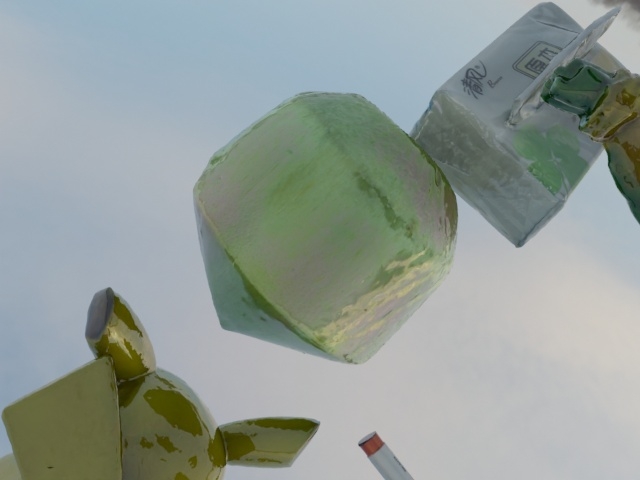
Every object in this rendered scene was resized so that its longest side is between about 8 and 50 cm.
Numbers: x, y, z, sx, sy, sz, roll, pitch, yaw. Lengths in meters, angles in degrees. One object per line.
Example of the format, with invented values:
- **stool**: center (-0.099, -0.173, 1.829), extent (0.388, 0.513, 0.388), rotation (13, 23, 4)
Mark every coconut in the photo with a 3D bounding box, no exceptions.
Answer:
- **coconut**: center (0.000, 0.000, 0.555), extent (0.235, 0.236, 0.205), rotation (-12, -127, -44)

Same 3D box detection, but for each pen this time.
- **pen**: center (0.124, 0.302, 0.667), extent (0.239, 0.028, 0.028), rotation (50, -143, 7)

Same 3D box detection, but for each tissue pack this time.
- **tissue pack**: center (0.223, -0.138, 0.631), extent (0.159, 0.145, 0.229), rotation (43, -124, 6)

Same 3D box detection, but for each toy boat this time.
- **toy boat**: center (0.213, -0.018, 0.322), extent (0.229, 0.089, 0.088), rotation (34, -173, -17)

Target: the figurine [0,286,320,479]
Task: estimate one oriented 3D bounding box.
- **figurine**: center (-0.186, 0.200, 0.482), extent (0.218, 0.169, 0.327), rotation (50, -116, -21)
